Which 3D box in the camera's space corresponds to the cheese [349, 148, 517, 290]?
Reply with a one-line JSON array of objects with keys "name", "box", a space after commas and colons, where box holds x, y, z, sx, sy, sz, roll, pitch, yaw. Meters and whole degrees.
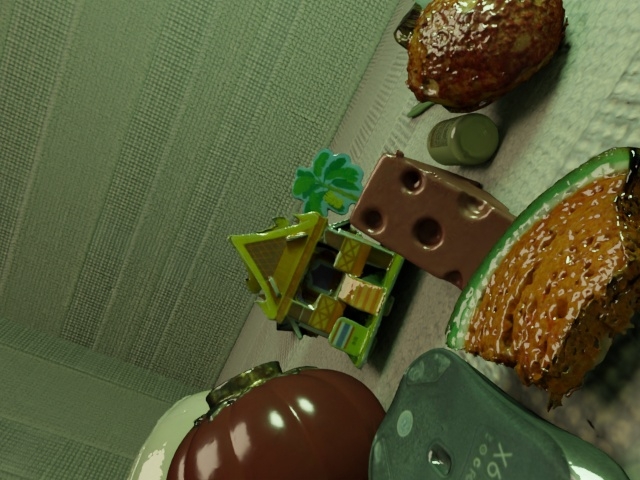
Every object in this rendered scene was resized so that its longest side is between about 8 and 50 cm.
[{"name": "cheese", "box": [0.178, -0.040, 0.694, 0.177, 0.202, 0.128, -18, -44, -60]}]

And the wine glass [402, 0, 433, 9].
[{"name": "wine glass", "box": [0.289, -0.572, 0.848, 0.357, 0.190, 0.190, -44, 10, -3]}]

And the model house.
[{"name": "model house", "box": [0.000, 0.000, 0.884, 0.242, 0.312, 0.358, -176, 110, -85]}]

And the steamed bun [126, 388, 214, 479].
[{"name": "steamed bun", "box": [-0.167, 0.459, 0.845, 0.374, 0.241, 0.375, 4, -90, -71]}]

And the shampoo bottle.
[{"name": "shampoo bottle", "box": [0.223, -0.163, 0.795, 0.162, 0.079, 0.079, -133, 67, -79]}]

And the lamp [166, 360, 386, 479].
[{"name": "lamp", "box": [-0.047, 0.293, 0.618, 0.302, 0.257, 0.303, -28, -18, -10]}]

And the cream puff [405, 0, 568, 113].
[{"name": "cream puff", "box": [0.230, -0.301, 0.711, 0.240, 0.163, 0.240, -39, 32, 31]}]

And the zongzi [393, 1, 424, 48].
[{"name": "zongzi", "box": [0.321, -0.505, 1.014, 0.274, 0.145, 0.300, -58, 30, 13]}]

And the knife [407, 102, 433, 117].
[{"name": "knife", "box": [0.267, -0.339, 1.144, 0.043, 0.019, 0.293, -65, 10, -4]}]

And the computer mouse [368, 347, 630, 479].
[{"name": "computer mouse", "box": [0.144, 0.207, 0.359, 0.167, 0.090, 0.379, -65, 16, 3]}]

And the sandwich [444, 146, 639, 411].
[{"name": "sandwich", "box": [0.212, 0.036, 0.409, 0.159, 0.079, 0.235, -106, 40, -69]}]

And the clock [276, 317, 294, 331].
[{"name": "clock", "box": [-0.112, 0.136, 1.568, 0.319, 0.066, 0.320, -179, 90, -84]}]
